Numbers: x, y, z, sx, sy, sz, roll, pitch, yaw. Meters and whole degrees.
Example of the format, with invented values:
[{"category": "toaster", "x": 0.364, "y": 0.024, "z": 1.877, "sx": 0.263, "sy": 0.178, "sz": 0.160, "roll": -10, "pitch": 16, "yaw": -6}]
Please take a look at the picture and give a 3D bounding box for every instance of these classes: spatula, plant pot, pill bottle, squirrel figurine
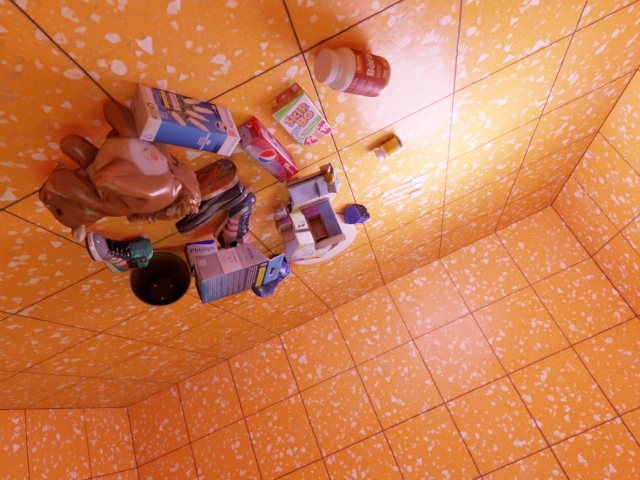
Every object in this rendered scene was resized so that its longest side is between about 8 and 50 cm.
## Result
[{"category": "spatula", "x": 0.431, "y": -0.249, "z": 2.088, "sx": 0.241, "sy": 0.019, "sz": 0.168, "roll": -23, "pitch": 156, "yaw": -4}, {"category": "plant pot", "x": -0.687, "y": 0.190, "z": 1.754, "sx": 0.237, "sy": 0.237, "sz": 0.254, "roll": -12, "pitch": 166, "yaw": -24}, {"category": "pill bottle", "x": 0.093, "y": -0.495, "z": 1.193, "sx": 0.216, "sy": 0.121, "sz": 0.121, "roll": -6, "pitch": 149, "yaw": -35}, {"category": "pill bottle", "x": 0.281, "y": -0.373, "z": 1.659, "sx": 0.116, "sy": 0.065, "sz": 0.065, "roll": -29, "pitch": 154, "yaw": 10}, {"category": "squirrel figurine", "x": -0.569, "y": -0.130, "z": 1.164, "sx": 0.370, "sy": 0.281, "sz": 0.397, "roll": -28, "pitch": 153, "yaw": 23}]

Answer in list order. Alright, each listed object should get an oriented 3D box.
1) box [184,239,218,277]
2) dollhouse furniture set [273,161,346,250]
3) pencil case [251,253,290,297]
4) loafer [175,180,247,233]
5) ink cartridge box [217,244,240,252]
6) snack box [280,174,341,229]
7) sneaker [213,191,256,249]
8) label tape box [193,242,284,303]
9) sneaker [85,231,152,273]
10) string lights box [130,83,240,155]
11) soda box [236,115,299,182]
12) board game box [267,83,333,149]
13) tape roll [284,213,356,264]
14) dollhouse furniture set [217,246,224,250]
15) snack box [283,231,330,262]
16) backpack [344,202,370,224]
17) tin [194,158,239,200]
[{"category": "box", "x": -0.509, "y": 0.076, "z": 1.753, "sx": 0.126, "sy": 0.137, "sz": 0.072, "roll": -10, "pitch": 149, "yaw": -28}, {"category": "dollhouse furniture set", "x": -0.048, "y": -0.113, "z": 1.587, "sx": 0.286, "sy": 0.198, "sz": 0.303, "roll": -20, "pitch": 152, "yaw": -4}, {"category": "pencil case", "x": -0.267, "y": 0.202, "z": 2.221, "sx": 0.306, "sy": 0.133, "sz": 0.119, "roll": -49, "pitch": 179, "yaw": 43}, {"category": "loafer", "x": -0.417, "y": -0.136, "z": 1.497, "sx": 0.302, "sy": 0.109, "sz": 0.095, "roll": -30, "pitch": 121, "yaw": 5}, {"category": "ink cartridge box", "x": -0.399, "y": 0.115, "z": 1.888, "sx": 0.139, "sy": 0.082, "sz": 0.191, "roll": -17, "pitch": 138, "yaw": 12}, {"category": "snack box", "x": -0.052, "y": -0.160, "z": 1.787, "sx": 0.187, "sy": 0.060, "sz": 0.322, "roll": -8, "pitch": 150, "yaw": -27}, {"category": "sneaker", "x": -0.317, "y": -0.063, "z": 1.630, "sx": 0.112, "sy": 0.131, "sz": 0.319, "roll": -34, "pitch": 171, "yaw": -44}, {"category": "label tape box", "x": -0.345, "y": 0.125, "z": 1.703, "sx": 0.347, "sy": 0.115, "sz": 0.249, "roll": -19, "pitch": 157, "yaw": -24}, {"category": "sneaker", "x": -0.721, "y": 0.035, "z": 1.497, "sx": 0.178, "sy": 0.124, "sz": 0.295, "roll": -15, "pitch": 161, "yaw": -9}, {"category": "string lights box", "x": -0.365, "y": -0.323, "z": 1.110, "sx": 0.259, "sy": 0.133, "sz": 0.077, "roll": 1, "pitch": 144, "yaw": -43}, {"category": "soda box", "x": -0.174, "y": -0.299, "z": 1.373, "sx": 0.083, "sy": 0.092, "sz": 0.263, "roll": -31, "pitch": 154, "yaw": 12}, {"category": "board game box", "x": -0.062, "y": -0.403, "z": 1.343, "sx": 0.124, "sy": 0.039, "sz": 0.259, "roll": -32, "pitch": 151, "yaw": 14}, {"category": "tape roll", "x": 0.000, "y": 0.000, "z": 2.130, "sx": 0.391, "sy": 0.072, "sz": 0.392, "roll": -19, "pitch": 154, "yaw": -9}, {"category": "dollhouse furniture set", "x": -0.422, "y": 0.053, "z": 1.920, "sx": 0.076, "sy": 0.059, "sz": 0.151, "roll": -27, "pitch": 136, "yaw": 23}, {"category": "snack box", "x": -0.053, "y": 0.027, "z": 1.970, "sx": 0.207, "sy": 0.070, "sz": 0.174, "roll": -8, "pitch": 151, "yaw": -32}, {"category": "backpack", "x": 0.182, "y": -0.130, "z": 2.016, "sx": 0.101, "sy": 0.098, "sz": 0.120, "roll": -31, "pitch": 168, "yaw": 35}, {"category": "tin", "x": -0.365, "y": -0.203, "z": 1.375, "sx": 0.189, "sy": 0.106, "sz": 0.040, "roll": -25, "pitch": 155, "yaw": 3}]
